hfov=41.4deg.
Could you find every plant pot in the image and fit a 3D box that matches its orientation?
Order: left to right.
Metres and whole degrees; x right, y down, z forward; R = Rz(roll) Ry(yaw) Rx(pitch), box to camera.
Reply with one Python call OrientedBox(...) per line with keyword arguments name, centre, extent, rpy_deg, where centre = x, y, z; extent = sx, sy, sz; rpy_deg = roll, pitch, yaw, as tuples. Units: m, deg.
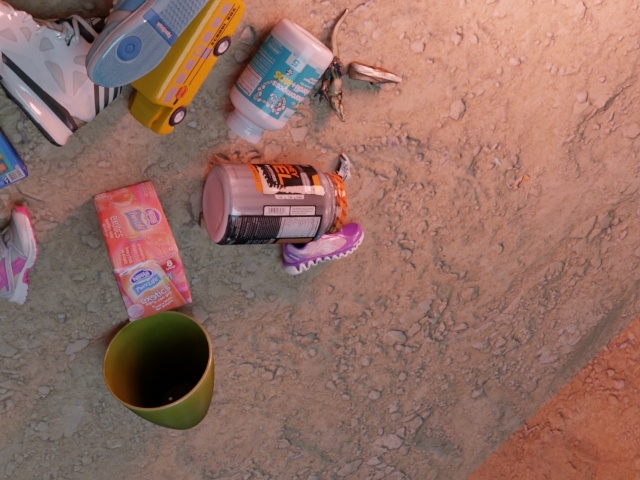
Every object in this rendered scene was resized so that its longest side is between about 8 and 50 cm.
OrientedBox(name="plant pot", centre=(-0.386, 0.374, 2.204), extent=(0.275, 0.275, 0.293), rpy_deg=(-24, 145, -9))

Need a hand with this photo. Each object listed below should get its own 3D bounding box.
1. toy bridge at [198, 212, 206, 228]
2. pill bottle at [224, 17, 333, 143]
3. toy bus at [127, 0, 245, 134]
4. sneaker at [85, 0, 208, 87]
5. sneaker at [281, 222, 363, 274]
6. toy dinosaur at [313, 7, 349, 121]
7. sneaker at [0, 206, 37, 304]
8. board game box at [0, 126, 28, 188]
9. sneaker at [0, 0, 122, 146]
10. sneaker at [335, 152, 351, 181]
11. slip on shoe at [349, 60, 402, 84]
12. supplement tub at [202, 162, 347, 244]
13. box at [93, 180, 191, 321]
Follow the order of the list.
OrientedBox(name="toy bridge", centre=(-0.212, -0.043, 2.117), extent=(0.188, 0.026, 0.063), rpy_deg=(-5, 128, -24))
OrientedBox(name="pill bottle", centre=(-0.102, -0.345, 1.872), extent=(0.146, 0.146, 0.264), rpy_deg=(25, 110, -38))
OrientedBox(name="toy bus", centre=(-0.290, -0.381, 1.740), extent=(0.333, 0.108, 0.130), rpy_deg=(-54, 164, 16))
OrientedBox(name="sneaker", centre=(-0.364, -0.446, 1.611), extent=(0.319, 0.208, 0.127), rpy_deg=(-48, 154, -9))
OrientedBox(name="sneaker", centre=(0.000, 0.000, 2.218), extent=(0.236, 0.095, 0.104), rpy_deg=(-22, 123, -9))
OrientedBox(name="toy dinosaur", centre=(0.031, -0.386, 1.945), extent=(0.064, 0.118, 0.268), rpy_deg=(10, 123, 10))
OrientedBox(name="sneaker", centre=(-0.699, 0.037, 1.879), extent=(0.111, 0.103, 0.252), rpy_deg=(3, 121, -30))
OrientedBox(name="board game box", centre=(-0.725, -0.187, 1.737), extent=(0.160, 0.047, 0.210), rpy_deg=(-26, 132, -7))
OrientedBox(name="sneaker", centre=(-0.538, -0.409, 1.621), extent=(0.257, 0.169, 0.447), rpy_deg=(-40, 140, -7))
OrientedBox(name="sneaker", centre=(0.055, -0.182, 2.146), extent=(0.037, 0.032, 0.083), rpy_deg=(-21, 130, -12))
OrientedBox(name="slip on shoe", centre=(0.130, -0.390, 2.018), extent=(0.135, 0.051, 0.041), rpy_deg=(9, 114, -28))
OrientedBox(name="supplement tub", centre=(-0.107, -0.087, 2.027), extent=(0.316, 0.193, 0.193), rpy_deg=(-2, 124, -27))
OrientedBox(name="box", centre=(-0.399, 0.016, 1.882), extent=(0.142, 0.300, 0.154), rpy_deg=(-18, 128, -12))
